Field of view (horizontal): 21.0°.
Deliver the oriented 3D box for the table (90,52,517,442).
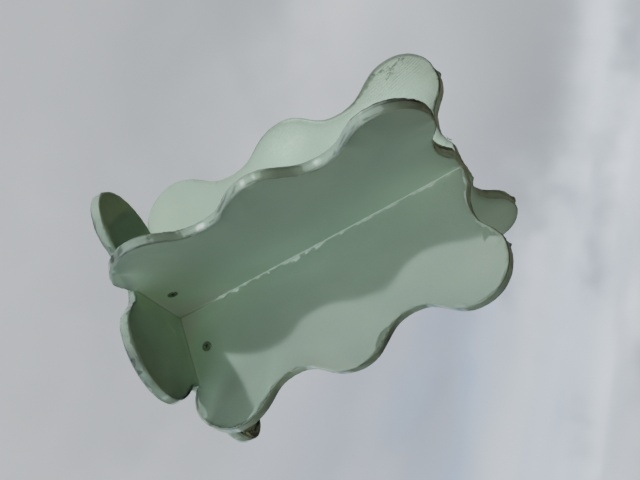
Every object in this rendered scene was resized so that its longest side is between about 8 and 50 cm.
[{"bbox_3d":[0.000,0.000,0.953,0.166,0.198,0.166,54,-162,-26],"label":"table"}]
